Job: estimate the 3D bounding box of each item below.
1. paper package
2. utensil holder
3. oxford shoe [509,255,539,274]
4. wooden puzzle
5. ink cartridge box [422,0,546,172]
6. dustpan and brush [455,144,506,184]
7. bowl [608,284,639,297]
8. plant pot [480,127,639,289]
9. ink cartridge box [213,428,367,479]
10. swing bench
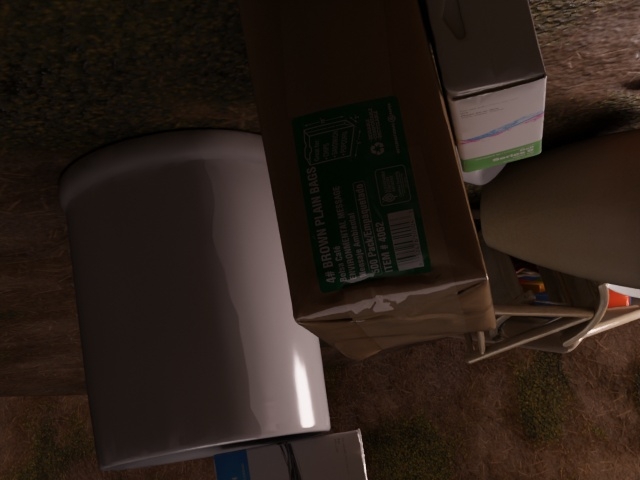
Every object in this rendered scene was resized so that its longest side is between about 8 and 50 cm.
[{"bbox_3d":[0.054,-0.065,0.864,0.168,0.325,0.309,-13,164,10],"label":"paper package"},{"bbox_3d":[-0.167,0.091,1.172,0.327,0.385,0.327,-9,166,-2],"label":"utensil holder"},{"bbox_3d":[0.471,0.004,1.807,0.130,0.123,0.348,-9,176,-17],"label":"oxford shoe"},{"bbox_3d":[0.452,0.126,1.740,0.348,0.080,0.322,-15,-167,-43],"label":"wooden puzzle"},{"bbox_3d":[0.158,-0.176,0.846,0.093,0.154,0.212,-13,164,11],"label":"ink cartridge box"},{"bbox_3d":[0.203,-0.105,1.193,0.060,0.211,0.147,30,179,26],"label":"dustpan and brush"},{"bbox_3d":[0.637,-0.034,1.621,0.298,0.134,0.298,3,135,3],"label":"bowl"},{"bbox_3d":[0.402,-0.051,1.370,0.274,0.256,0.256,1,171,26],"label":"plant pot"},{"bbox_3d":[-0.039,0.307,1.154,0.190,0.082,0.139,-8,165,-3],"label":"ink cartridge box"},{"bbox_3d":[0.357,0.058,1.562,0.254,0.253,0.165,-11,134,5],"label":"swing bench"}]
